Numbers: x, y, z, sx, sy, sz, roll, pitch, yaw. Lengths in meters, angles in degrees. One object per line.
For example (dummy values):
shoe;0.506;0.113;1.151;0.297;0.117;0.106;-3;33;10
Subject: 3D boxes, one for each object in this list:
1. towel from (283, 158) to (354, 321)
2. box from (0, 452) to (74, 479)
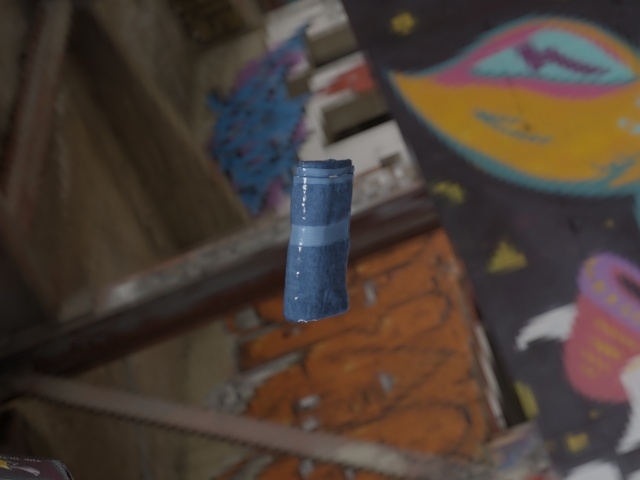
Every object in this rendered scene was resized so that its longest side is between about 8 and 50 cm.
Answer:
towel;0.000;0.000;1.401;0.067;0.029;0.119;-11;-72;-61
box;-0.246;0.186;0.921;0.056;0.231;0.183;-153;73;-74
